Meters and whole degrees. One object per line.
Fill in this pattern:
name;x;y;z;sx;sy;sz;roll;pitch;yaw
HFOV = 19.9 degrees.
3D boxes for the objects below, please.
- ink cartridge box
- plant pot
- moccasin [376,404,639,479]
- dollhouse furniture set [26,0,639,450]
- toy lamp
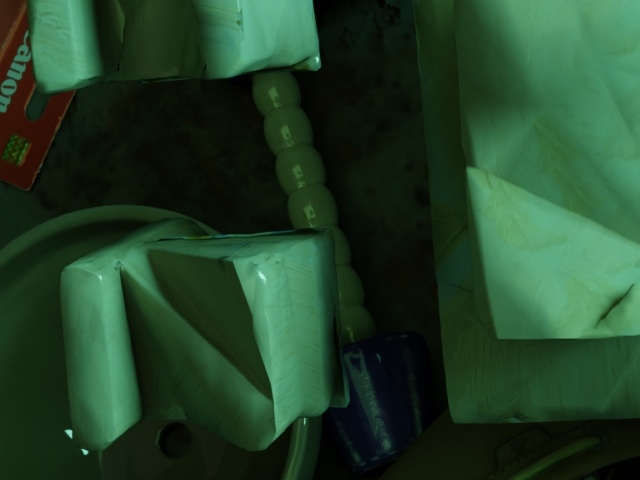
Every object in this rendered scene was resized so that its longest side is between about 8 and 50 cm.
ink cartridge box;-0.236;-0.128;1.152;0.179;0.045;0.145;22;84;20
plant pot;-0.101;0.107;1.024;0.237;0.110;0.237;-6;74;19
moccasin;0.038;0.231;0.934;0.380;0.139;0.147;-43;31;-9
dollhouse furniture set;0.100;-0.133;0.699;0.362;0.256;0.394;-3;99;15
toy lamp;0.000;0.000;1.045;0.080;0.080;0.275;-22;73;8
